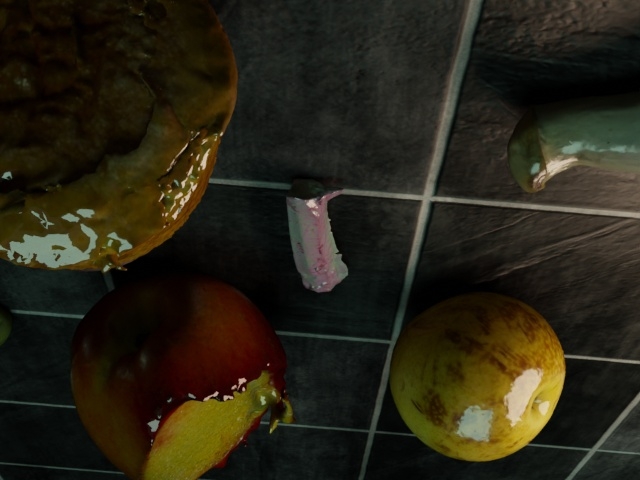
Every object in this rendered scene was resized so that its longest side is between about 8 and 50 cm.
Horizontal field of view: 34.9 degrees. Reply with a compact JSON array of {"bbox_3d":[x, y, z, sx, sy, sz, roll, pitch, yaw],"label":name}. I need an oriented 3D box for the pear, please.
[{"bbox_3d":[0.245,0.215,1.631,0.281,0.280,0.280,4,151,2],"label":"pear"}]

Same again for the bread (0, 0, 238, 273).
[{"bbox_3d":[-0.270,-0.136,1.021,0.358,0.337,0.204,32,164,7],"label":"bread"}]

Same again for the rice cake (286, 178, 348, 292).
[{"bbox_3d":[-0.003,0.001,1.502,0.081,0.051,0.290,3,151,5],"label":"rice cake"}]

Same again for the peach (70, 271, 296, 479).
[{"bbox_3d":[-0.233,0.212,1.652,0.335,0.310,0.406,-37,157,-2],"label":"peach"}]

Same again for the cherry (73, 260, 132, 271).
[{"bbox_3d":[-0.316,-0.074,1.288,0.239,0.206,0.239,26,179,0],"label":"cherry"}]

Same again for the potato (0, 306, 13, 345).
[{"bbox_3d":[-0.702,0.172,1.855,0.272,0.111,0.160,3,149,2],"label":"potato"}]

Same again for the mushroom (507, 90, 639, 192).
[{"bbox_3d":[0.378,-0.135,1.168,0.329,0.122,0.159,-6,112,18],"label":"mushroom"}]
